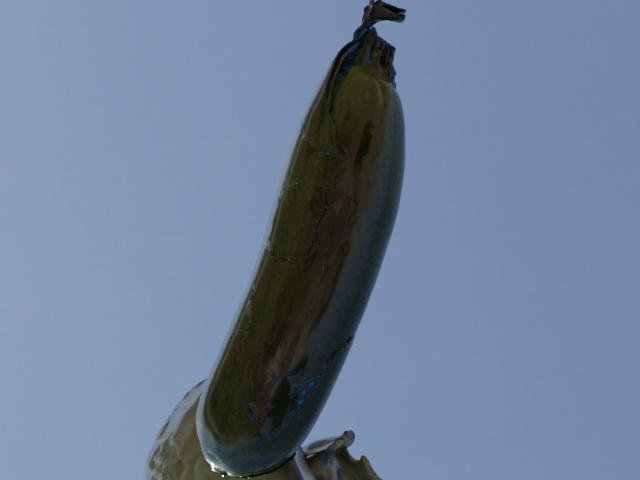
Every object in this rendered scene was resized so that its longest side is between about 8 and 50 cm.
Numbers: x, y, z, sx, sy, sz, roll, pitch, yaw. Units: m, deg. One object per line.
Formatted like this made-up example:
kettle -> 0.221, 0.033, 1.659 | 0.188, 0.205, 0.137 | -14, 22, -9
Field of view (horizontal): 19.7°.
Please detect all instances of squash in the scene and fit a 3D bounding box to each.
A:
squash -> 0.000, 0.001, 1.211 | 0.087, 0.087, 0.331 | 12, -98, 43

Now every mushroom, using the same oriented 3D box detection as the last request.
mushroom -> -0.033, 0.234, 1.362 | 0.164, 0.267, 0.189 | -24, -145, 12
